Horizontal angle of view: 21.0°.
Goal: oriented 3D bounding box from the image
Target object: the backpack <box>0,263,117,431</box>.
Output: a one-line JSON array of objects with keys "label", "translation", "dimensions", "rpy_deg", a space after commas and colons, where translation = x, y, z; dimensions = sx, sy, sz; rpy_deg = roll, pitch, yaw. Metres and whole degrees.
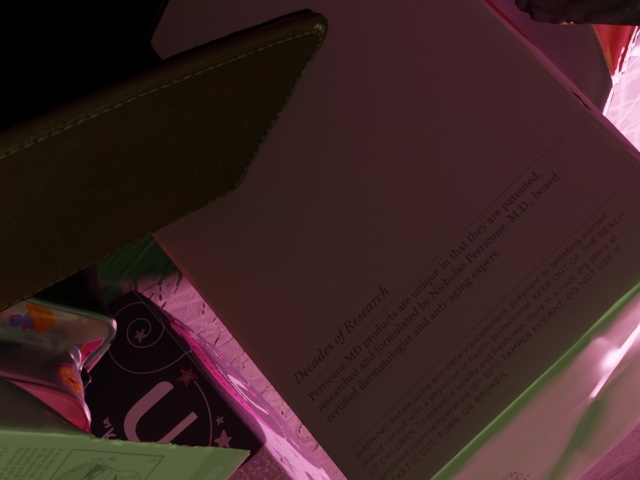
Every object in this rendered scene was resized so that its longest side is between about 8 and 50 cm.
[{"label": "backpack", "translation": [-0.196, 0.064, 0.788], "dimensions": [0.165, 0.144, 0.188], "rpy_deg": [14, 136, -31]}]

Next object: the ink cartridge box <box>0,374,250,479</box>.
[{"label": "ink cartridge box", "translation": [-0.176, 0.117, 0.718], "dimensions": [0.232, 0.066, 0.189], "rpy_deg": [5, 136, -41]}]

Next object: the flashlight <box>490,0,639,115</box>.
[{"label": "flashlight", "translation": [0.098, -0.055, 0.938], "dimensions": [0.103, 0.103, 0.304], "rpy_deg": [34, 74, -36]}]

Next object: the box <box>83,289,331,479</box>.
[{"label": "box", "translation": [-0.065, 0.175, 1.056], "dimensions": [0.142, 0.247, 0.163], "rpy_deg": [-43, 156, -1]}]

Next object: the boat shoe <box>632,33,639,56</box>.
[{"label": "boat shoe", "translation": [0.255, -0.172, 1.128], "dimensions": [0.302, 0.109, 0.094], "rpy_deg": [-7, 137, -48]}]

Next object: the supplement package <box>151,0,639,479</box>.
[{"label": "supplement package", "translation": [0.032, -0.031, 0.794], "dimensions": [0.175, 0.293, 0.177], "rpy_deg": [-45, 156, 10]}]

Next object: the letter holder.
[{"label": "letter holder", "translation": [-0.143, -0.072, 0.560], "dimensions": [0.302, 0.152, 0.214], "rpy_deg": [-29, 165, -37]}]

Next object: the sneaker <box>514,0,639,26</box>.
[{"label": "sneaker", "translation": [0.252, -0.203, 0.871], "dimensions": [0.384, 0.145, 0.147], "rpy_deg": [-21, 107, -21]}]
